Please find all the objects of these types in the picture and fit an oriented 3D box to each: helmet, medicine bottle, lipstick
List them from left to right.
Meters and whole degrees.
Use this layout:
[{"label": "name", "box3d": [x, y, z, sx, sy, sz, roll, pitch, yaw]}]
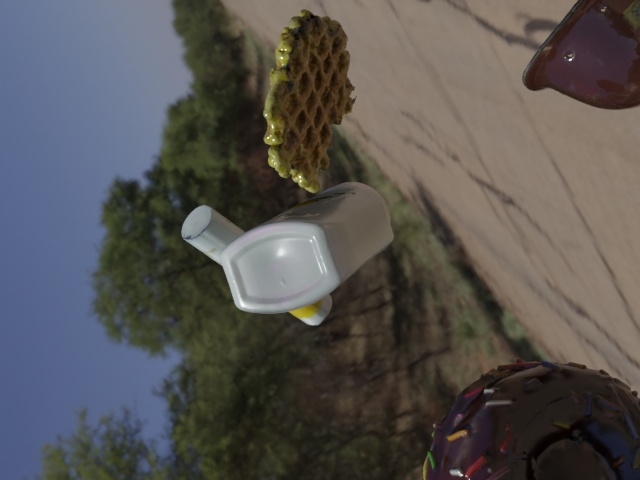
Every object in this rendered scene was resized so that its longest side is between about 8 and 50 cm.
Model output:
[{"label": "lipstick", "box3d": [-0.086, 0.038, 1.438, 0.264, 0.059, 0.059, 39, -165, -38]}, {"label": "medicine bottle", "box3d": [0.000, 0.000, 1.271, 0.296, 0.161, 0.111, -29, -78, -66]}, {"label": "helmet", "box3d": [0.275, -0.172, 0.908, 0.106, 0.175, 0.155, 47, 159, 19]}]

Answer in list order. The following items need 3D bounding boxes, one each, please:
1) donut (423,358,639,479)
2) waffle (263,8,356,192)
[{"label": "donut", "box3d": [0.206, 0.207, 0.866, 0.235, 0.235, 0.089, 61, 158, 8]}, {"label": "waffle", "box3d": [-0.017, -0.242, 1.732, 0.282, 0.058, 0.300, 24, -103, -64]}]
